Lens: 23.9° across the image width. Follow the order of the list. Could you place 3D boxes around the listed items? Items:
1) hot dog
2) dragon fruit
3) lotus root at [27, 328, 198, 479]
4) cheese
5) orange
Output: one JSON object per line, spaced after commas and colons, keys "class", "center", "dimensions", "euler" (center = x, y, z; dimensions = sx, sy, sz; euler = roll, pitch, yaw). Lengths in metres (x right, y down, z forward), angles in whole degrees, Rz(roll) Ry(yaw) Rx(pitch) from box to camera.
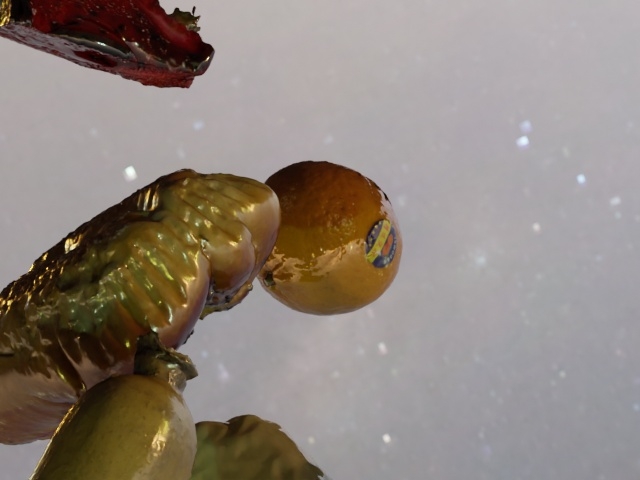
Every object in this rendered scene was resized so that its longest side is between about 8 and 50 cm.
{"class": "hot dog", "center": [-0.219, 0.060, 1.736], "dimensions": [0.365, 0.196, 0.367], "euler": [-33, -167, 49]}
{"class": "dragon fruit", "center": [-0.183, -0.197, 1.321], "dimensions": [0.122, 0.192, 0.092], "euler": [163, -53, -83]}
{"class": "lotus root", "center": [-0.204, 0.235, 1.438], "dimensions": [0.130, 0.146, 0.303], "euler": [27, -110, 10]}
{"class": "cheese", "center": [-0.109, 0.371, 1.798], "dimensions": [0.326, 0.115, 0.318], "euler": [34, -104, 24]}
{"class": "orange", "center": [0.002, 0.000, 2.002], "dimensions": [0.219, 0.219, 0.193], "euler": [13, -112, 54]}
